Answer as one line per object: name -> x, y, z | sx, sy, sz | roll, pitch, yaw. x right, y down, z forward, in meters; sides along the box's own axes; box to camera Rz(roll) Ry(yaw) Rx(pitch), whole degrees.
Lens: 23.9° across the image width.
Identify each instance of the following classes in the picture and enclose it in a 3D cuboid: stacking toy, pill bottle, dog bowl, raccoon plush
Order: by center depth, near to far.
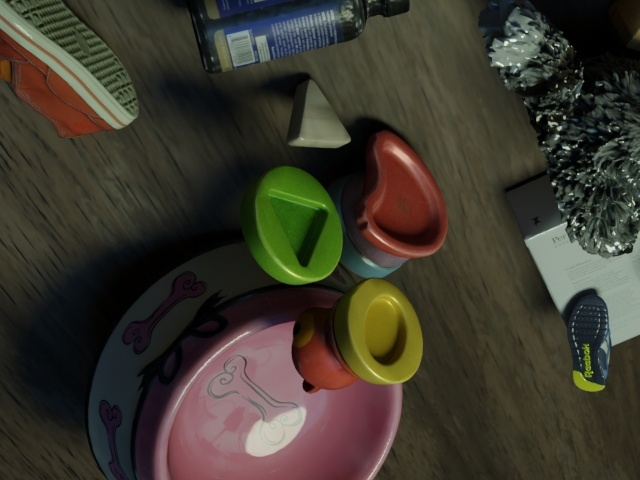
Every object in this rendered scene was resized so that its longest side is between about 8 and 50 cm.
pill bottle -> -0.026, -0.252, 1.541 | 0.219, 0.123, 0.123 | -14, 138, -2
raccoon plush -> 0.388, -0.129, 1.634 | 0.299, 0.216, 0.446 | -13, 159, 23
stacking toy -> 0.000, 0.000, 1.726 | 0.130, 0.309, 0.279 | -24, 125, 40
dog bowl -> -0.077, 0.207, 1.885 | 0.408, 0.150, 0.408 | -13, 118, -25

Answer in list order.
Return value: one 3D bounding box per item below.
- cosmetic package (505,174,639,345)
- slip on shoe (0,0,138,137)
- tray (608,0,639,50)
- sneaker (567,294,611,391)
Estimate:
cosmetic package -> 0.461, -0.025, 1.955 | 0.377, 0.097, 0.284 | -24, 140, 9
slip on shoe -> -0.305, -0.206, 1.517 | 0.101, 0.123, 0.331 | -23, 143, 14
tray -> 0.555, -0.273, 1.734 | 0.411, 0.076, 0.203 | 10, 132, -27
sneaker -> 0.354, 0.126, 1.982 | 0.053, 0.059, 0.144 | 9, 125, 19
